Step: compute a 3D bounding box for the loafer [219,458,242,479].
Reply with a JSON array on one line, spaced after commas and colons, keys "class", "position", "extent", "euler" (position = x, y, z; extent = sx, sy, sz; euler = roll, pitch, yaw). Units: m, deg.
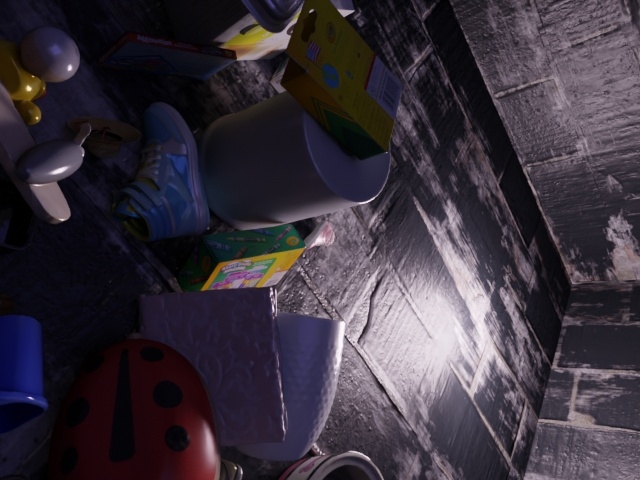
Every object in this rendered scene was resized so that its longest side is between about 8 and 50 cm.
[{"class": "loafer", "position": [-0.272, 0.598, 1.152], "extent": [0.087, 0.094, 0.251], "euler": [52, 41, -20]}]

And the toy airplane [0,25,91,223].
[{"class": "toy airplane", "position": [-0.513, -0.261, 0.788], "extent": [0.273, 0.386, 0.384], "euler": [-24, 60, -11]}]

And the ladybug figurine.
[{"class": "ladybug figurine", "position": [-0.341, 0.360, 0.934], "extent": [0.305, 0.161, 0.449], "euler": [-11, 54, -13]}]

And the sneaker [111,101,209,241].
[{"class": "sneaker", "position": [-0.376, -0.145, 1.141], "extent": [0.208, 0.127, 0.318], "euler": [-22, 98, -48]}]

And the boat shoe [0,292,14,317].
[{"class": "boat shoe", "position": [-0.657, 0.120, 0.821], "extent": [0.307, 0.111, 0.104], "euler": [20, 59, -52]}]

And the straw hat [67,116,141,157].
[{"class": "straw hat", "position": [-0.462, -0.210, 1.102], "extent": [0.145, 0.144, 0.061], "euler": [-12, 130, -47]}]

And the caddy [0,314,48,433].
[{"class": "caddy", "position": [-0.552, 0.230, 0.752], "extent": [0.241, 0.341, 0.179], "euler": [14, 56, -44]}]

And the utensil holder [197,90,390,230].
[{"class": "utensil holder", "position": [-0.069, -0.203, 1.286], "extent": [0.328, 0.386, 0.327], "euler": [9, 77, -45]}]

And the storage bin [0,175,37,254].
[{"class": "storage bin", "position": [-0.608, -0.056, 0.910], "extent": [0.180, 0.084, 0.121], "euler": [22, 68, -42]}]

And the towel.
[{"class": "towel", "position": [-0.236, 0.269, 1.109], "extent": [0.053, 0.317, 0.331], "euler": [29, 56, -79]}]

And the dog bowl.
[{"class": "dog bowl", "position": [0.008, 0.764, 1.366], "extent": [0.408, 0.151, 0.407], "euler": [11, 74, -45]}]

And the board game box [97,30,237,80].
[{"class": "board game box", "position": [-0.350, -0.424, 1.204], "extent": [0.281, 0.145, 0.027], "euler": [-10, 88, -47]}]

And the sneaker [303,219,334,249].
[{"class": "sneaker", "position": [0.000, 0.000, 1.564], "extent": [0.070, 0.051, 0.134], "euler": [55, 44, -18]}]

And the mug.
[{"class": "mug", "position": [-0.143, 0.328, 1.230], "extent": [0.375, 0.276, 0.327], "euler": [11, 81, -14]}]

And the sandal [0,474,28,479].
[{"class": "sandal", "position": [-0.582, 0.458, 0.869], "extent": [0.180, 0.049, 0.072], "euler": [-17, 95, -47]}]

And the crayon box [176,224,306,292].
[{"class": "crayon box", "position": [-0.188, 0.053, 1.262], "extent": [0.279, 0.165, 0.081], "euler": [-9, 57, -47]}]

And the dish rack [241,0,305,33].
[{"class": "dish rack", "position": [-0.092, -0.632, 1.078], "extent": [0.285, 0.072, 0.332], "euler": [49, 55, -30]}]

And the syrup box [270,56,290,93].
[{"class": "syrup box", "position": [-0.034, -0.443, 1.575], "extent": [0.237, 0.096, 0.093], "euler": [43, 53, -33]}]

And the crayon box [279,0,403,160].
[{"class": "crayon box", "position": [0.039, -0.343, 1.084], "extent": [0.319, 0.081, 0.202], "euler": [37, 57, -36]}]

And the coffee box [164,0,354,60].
[{"class": "coffee box", "position": [-0.174, -0.673, 1.291], "extent": [0.334, 0.338, 0.337], "euler": [-23, 99, -46]}]
